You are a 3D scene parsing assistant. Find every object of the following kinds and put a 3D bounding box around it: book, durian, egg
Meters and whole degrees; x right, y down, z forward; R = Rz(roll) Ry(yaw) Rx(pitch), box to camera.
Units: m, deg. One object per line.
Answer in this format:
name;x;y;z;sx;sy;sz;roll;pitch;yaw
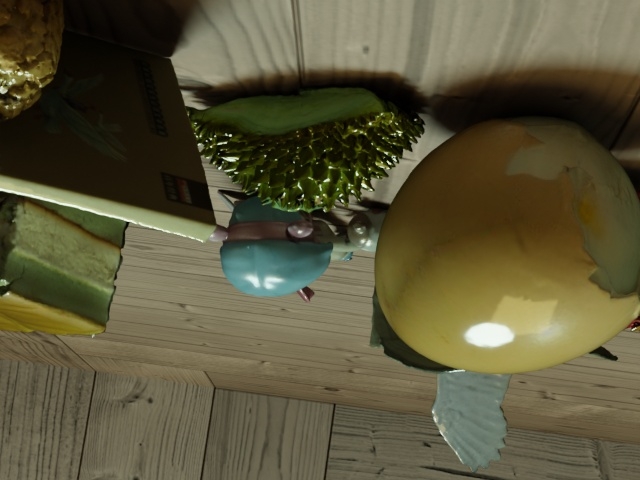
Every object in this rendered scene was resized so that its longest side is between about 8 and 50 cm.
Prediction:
book;-0.230;-0.103;1.111;0.310;0.217;0.021;14;122;-25
durian;-0.018;-0.068;1.315;0.221;0.095;0.137;7;169;34
egg;0.147;0.008;1.277;0.201;0.201;0.244;18;141;-39

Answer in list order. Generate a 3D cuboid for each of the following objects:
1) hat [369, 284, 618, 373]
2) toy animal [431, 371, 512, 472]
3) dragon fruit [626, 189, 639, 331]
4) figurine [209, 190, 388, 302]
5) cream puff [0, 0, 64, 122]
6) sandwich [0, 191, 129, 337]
hat;0.168;0.048;1.535;0.214;0.149;0.245;-3;175;-16
toy animal;0.235;0.092;1.821;0.284;0.225;0.302;-15;150;14
dragon fruit;0.249;0.010;1.407;0.133;0.166;0.136;49;-174;-5
figurine;-0.007;0.012;1.650;0.205;0.103;0.260;6;178;16
cream puff;-0.217;-0.144;1.042;0.133;0.104;0.119;42;177;38
sandwich;-0.353;0.000;1.700;0.227;0.155;0.198;0;164;32
